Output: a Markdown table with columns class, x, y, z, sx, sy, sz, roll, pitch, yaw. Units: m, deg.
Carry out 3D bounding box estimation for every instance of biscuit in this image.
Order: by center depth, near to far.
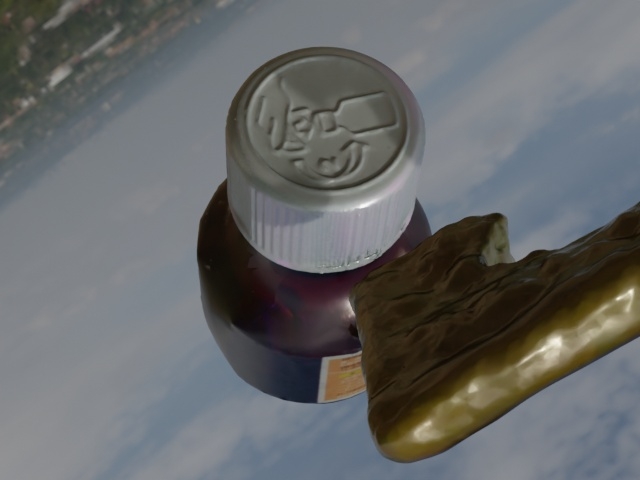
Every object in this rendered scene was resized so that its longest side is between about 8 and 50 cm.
| class | x | y | z | sx | sy | sz | roll | pitch | yaw |
| --- | --- | --- | --- | --- | --- | --- | --- | --- | --- |
| biscuit | 0.088 | 0.017 | 0.511 | 0.174 | 0.039 | 0.183 | -34 | -165 | 4 |

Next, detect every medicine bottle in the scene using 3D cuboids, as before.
| class | x | y | z | sx | sy | sz | roll | pitch | yaw |
| --- | --- | --- | --- | --- | --- | --- | --- | --- | --- |
| medicine bottle | 0.000 | 0.000 | 1.108 | 0.242 | 0.242 | 0.395 | -41 | 166 | -19 |
